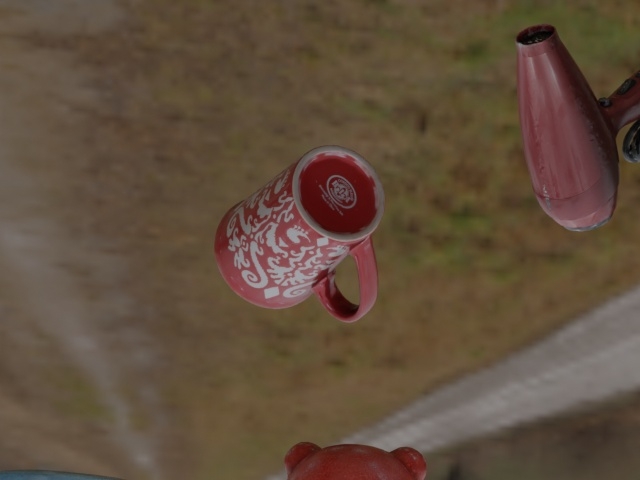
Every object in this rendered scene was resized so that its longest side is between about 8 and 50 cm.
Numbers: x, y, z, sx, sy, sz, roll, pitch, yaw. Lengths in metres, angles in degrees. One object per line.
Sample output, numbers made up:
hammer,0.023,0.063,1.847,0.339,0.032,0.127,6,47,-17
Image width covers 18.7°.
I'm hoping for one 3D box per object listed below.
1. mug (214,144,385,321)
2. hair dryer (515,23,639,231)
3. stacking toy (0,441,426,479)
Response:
mug,0.000,-0.009,1.781,0.150,0.113,0.169,22,153,-15
hair dryer,0.257,-0.114,1.739,0.080,0.224,0.293,5,168,41
stacking toy,-0.081,0.208,1.300,0.308,0.130,0.279,5,163,-3
